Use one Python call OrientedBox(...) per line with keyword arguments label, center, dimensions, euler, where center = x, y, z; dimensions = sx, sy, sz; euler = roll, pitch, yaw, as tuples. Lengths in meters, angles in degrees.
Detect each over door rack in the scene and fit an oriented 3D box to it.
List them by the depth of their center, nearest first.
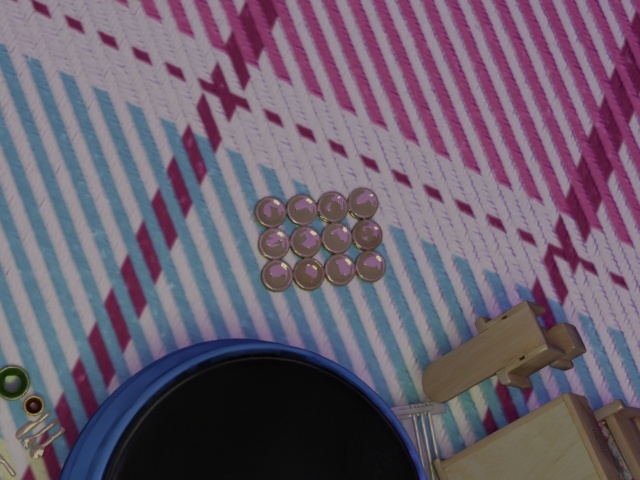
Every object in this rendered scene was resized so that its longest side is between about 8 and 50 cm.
OrientedBox(label="over door rack", center=(0.003, 0.301, 1.302), dimensions=(0.324, 0.108, 0.240), euler=(-4, 78, -31))

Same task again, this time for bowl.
OrientedBox(label="bowl", center=(-0.057, 0.283, 1.164), dimensions=(0.391, 0.077, 0.391), euler=(8, 73, -28))

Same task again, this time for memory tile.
OrientedBox(label="memory tile", center=(0.000, 0.000, 1.422), dimensions=(0.148, 0.012, 0.113), euler=(-5, 80, -14))

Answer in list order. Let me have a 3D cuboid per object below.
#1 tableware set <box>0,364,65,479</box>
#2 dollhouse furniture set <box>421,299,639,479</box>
OrientedBox(label="tableware set", center=(-0.353, 0.207, 1.300), dimensions=(0.154, 0.024, 0.104), euler=(-38, 89, -16))
OrientedBox(label="dollhouse furniture set", center=(0.293, 0.256, 1.388), dimensions=(0.173, 0.355, 0.303), euler=(-34, 61, 25))
